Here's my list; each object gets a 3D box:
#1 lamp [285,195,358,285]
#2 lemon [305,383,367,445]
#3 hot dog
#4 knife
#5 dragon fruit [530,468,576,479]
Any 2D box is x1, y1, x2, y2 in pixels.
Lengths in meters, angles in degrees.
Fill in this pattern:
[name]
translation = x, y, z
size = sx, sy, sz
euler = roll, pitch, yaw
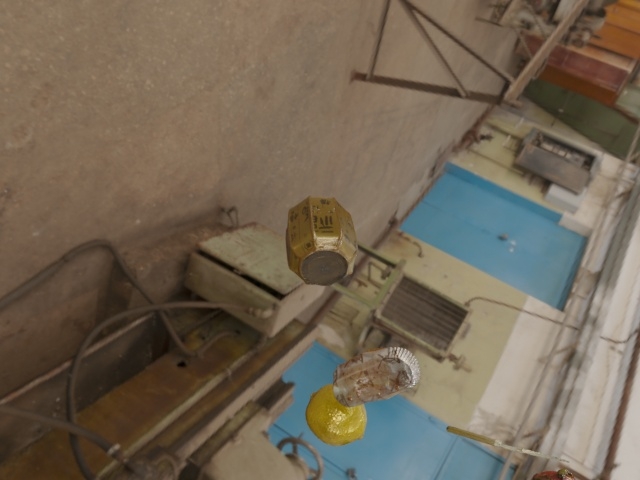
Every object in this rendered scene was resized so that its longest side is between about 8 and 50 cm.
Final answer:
[lamp]
translation = 0.000, 0.000, 1.236
size = 0.185, 0.161, 0.161
euler = -99, -162, -51
[lemon]
translation = 0.050, 0.538, 1.726
size = 0.178, 0.203, 0.178
euler = -46, 164, -18
[hot dog]
translation = 0.147, 0.373, 1.553
size = 0.268, 0.144, 0.075
euler = -23, 179, 29
[knife]
translation = 0.448, 0.501, 1.374
size = 0.047, 0.298, 0.017
euler = 31, 70, -56
[dragon fruit]
translation = 0.762, 0.881, 1.814
size = 0.147, 0.211, 0.282
euler = -34, 133, -58
